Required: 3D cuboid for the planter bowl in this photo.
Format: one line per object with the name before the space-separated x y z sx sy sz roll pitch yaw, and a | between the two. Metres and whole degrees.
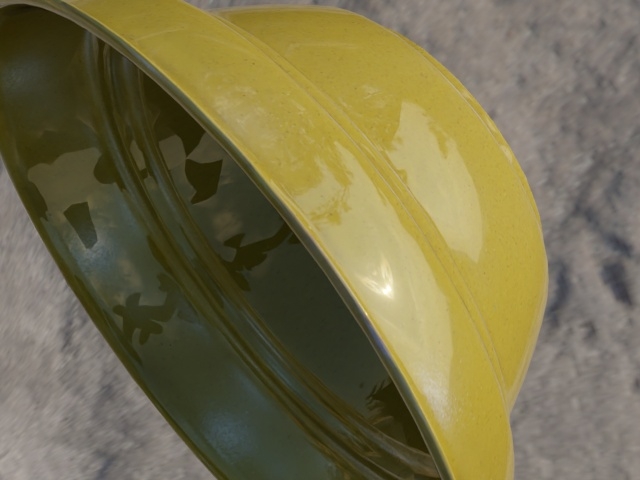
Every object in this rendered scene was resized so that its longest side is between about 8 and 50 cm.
planter bowl | 0.000 0.000 0.497 0.090 0.217 0.217 -36 90 -20
